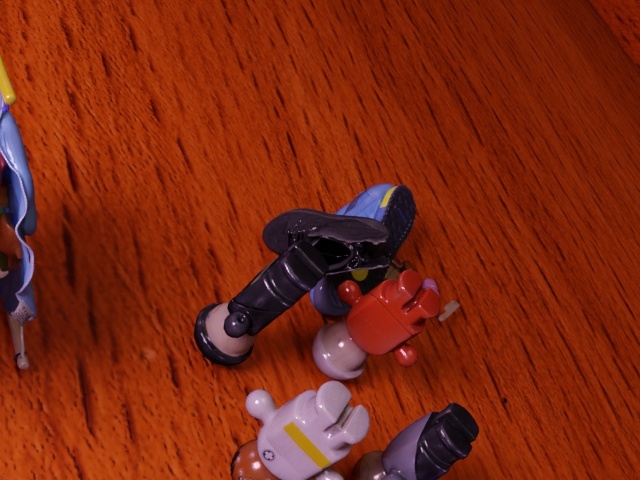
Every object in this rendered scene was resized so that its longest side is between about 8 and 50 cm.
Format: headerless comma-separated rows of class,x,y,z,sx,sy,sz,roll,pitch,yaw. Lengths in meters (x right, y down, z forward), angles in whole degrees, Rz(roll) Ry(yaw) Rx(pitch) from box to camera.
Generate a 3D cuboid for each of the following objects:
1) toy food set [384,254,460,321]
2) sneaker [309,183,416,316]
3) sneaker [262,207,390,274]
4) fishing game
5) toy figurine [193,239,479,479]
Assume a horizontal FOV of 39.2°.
toy food set,0.104,0.051,1.060,0.122,0.019,0.078,42,32,13
sneaker,0.032,0.011,1.001,0.209,0.082,0.069,-54,129,-41
sneaker,0.000,0.003,0.889,0.089,0.170,0.051,-30,118,-58
fishing game,-0.225,-0.030,0.608,0.041,0.264,0.189,-11,55,-25
toy figurine,0.009,0.125,0.773,0.213,0.148,0.210,14,49,-40
